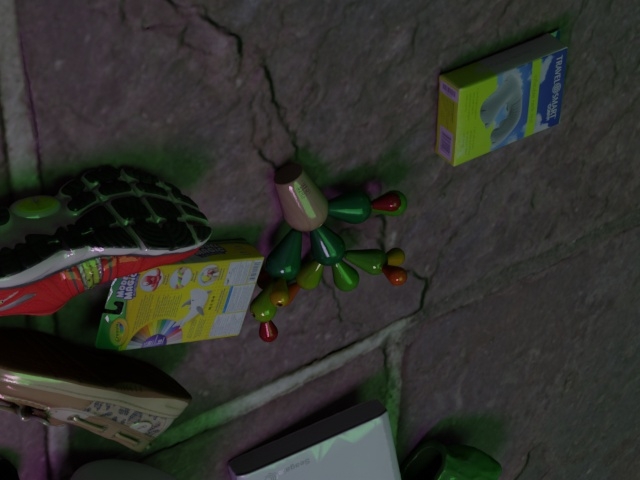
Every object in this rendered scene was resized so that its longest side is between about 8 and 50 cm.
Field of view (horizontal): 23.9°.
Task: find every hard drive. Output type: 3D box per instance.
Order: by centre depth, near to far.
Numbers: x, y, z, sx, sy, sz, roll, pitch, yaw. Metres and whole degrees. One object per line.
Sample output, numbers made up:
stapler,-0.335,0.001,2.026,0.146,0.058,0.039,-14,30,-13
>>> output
hard drive,0.013,0.363,1.886,0.203,0.040,0.307,-22,123,-16

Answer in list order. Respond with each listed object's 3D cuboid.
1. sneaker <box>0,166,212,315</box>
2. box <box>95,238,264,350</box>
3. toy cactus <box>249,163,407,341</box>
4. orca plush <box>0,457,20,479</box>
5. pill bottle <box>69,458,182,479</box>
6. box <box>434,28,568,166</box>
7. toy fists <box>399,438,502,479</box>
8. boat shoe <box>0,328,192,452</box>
sneaker,-0.238,0.012,1.429,0.279,0.107,0.118,-12,146,-32
box,-0.151,0.056,1.563,0.179,0.043,0.105,-5,124,-42
toy cactus,0.000,0.000,1.621,0.219,0.112,0.180,-33,128,-5
orca plush,-0.410,0.333,1.502,0.287,0.102,0.151,-25,134,-26
pill bottle,-0.257,0.449,1.637,0.224,0.224,0.392,9,114,-45
box,0.212,-0.162,1.714,0.178,0.042,0.109,-23,134,-26
toy fists,0.133,0.391,2.042,0.142,0.096,0.279,30,99,-34
boat shoe,-0.244,0.160,1.512,0.285,0.104,0.089,22,102,-49
